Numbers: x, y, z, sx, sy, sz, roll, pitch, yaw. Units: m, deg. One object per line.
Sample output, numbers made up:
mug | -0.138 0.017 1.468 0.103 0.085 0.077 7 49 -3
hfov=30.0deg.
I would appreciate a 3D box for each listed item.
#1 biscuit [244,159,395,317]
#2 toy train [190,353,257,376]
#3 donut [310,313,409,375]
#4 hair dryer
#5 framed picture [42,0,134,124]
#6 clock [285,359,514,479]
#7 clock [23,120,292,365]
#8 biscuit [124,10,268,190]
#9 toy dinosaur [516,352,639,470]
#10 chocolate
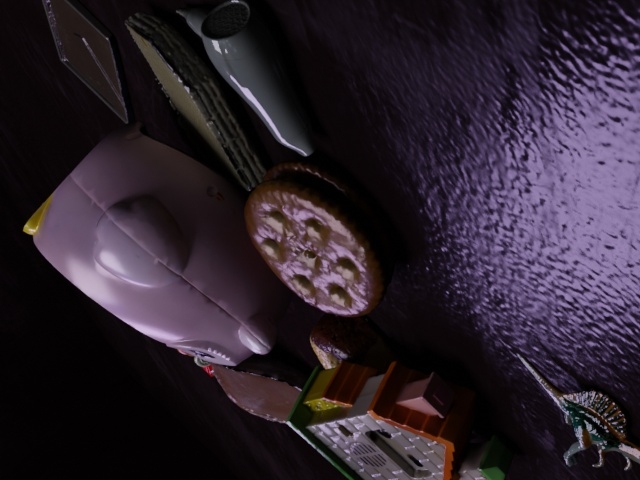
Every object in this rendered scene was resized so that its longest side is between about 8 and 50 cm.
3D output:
biscuit | 0.000 0.000 1.507 0.220 0.066 0.220 29 145 23
toy train | -0.216 0.173 2.398 0.083 0.131 0.204 36 148 53
donut | 0.057 0.179 1.809 0.184 0.073 0.166 49 160 -4
hair dryer | -0.106 -0.218 1.420 0.237 0.075 0.206 43 170 45
framed picture | -0.383 -0.312 1.953 0.192 0.018 0.265 45 162 16
clock | 0.121 0.263 1.675 0.220 0.106 0.255 45 143 -20
clock | -0.204 0.007 1.750 0.377 0.250 0.368 39 -179 -5
biscuit | -0.165 -0.190 1.611 0.150 0.052 0.252 35 160 50
toy dinosaur | 0.296 0.192 1.308 0.187 0.044 0.106 62 149 2
chocolate | -0.086 0.282 2.335 0.261 0.083 0.161 13 141 36
